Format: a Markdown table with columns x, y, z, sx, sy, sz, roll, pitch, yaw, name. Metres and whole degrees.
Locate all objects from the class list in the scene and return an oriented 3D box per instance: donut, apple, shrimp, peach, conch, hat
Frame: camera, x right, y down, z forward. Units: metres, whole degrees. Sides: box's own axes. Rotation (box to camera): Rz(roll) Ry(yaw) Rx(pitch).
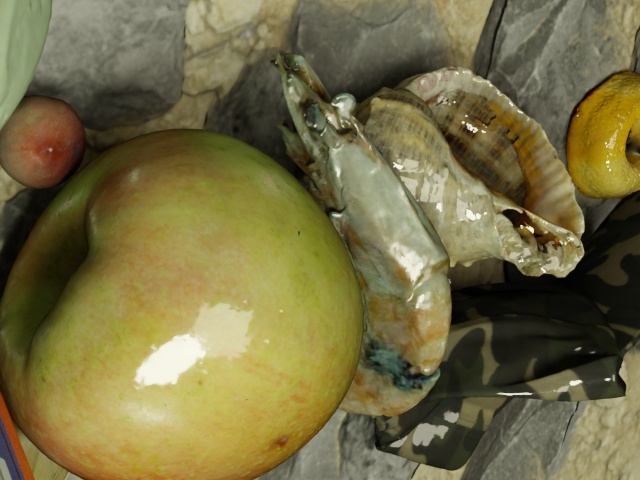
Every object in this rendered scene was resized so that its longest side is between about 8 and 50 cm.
| x | y | z | sx | sy | sz | roll | pitch | yaw | name |
| --- | --- | --- | --- | --- | --- | --- | --- | --- | --- |
| 0.340 | -0.111 | 2.092 | 0.152 | 0.058 | 0.151 | -13 | 111 | -38 | donut |
| -0.113 | 0.068 | 1.610 | 0.277 | 0.319 | 0.319 | 30 | 84 | -28 | apple |
| 0.000 | 0.000 | 1.751 | 0.085 | 0.247 | 0.360 | -37 | 115 | -52 | shrimp |
| -0.238 | -0.084 | 1.623 | 0.083 | 0.083 | 0.083 | -13 | 111 | -36 | peach |
| 0.109 | -0.050 | 1.855 | 0.291 | 0.159 | 0.210 | 37 | 38 | -9 | conch |
| 0.208 | 0.069 | 1.953 | 0.257 | 0.366 | 0.381 | 30 | 57 | -17 | hat |

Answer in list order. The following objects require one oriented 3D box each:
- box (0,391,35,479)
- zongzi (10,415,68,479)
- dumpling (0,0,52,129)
| x | y | z | sx | sy | sz | roll | pitch | yaw | name |
| --- | --- | --- | --- | --- | --- | --- | --- | --- | --- |
| -0.434 | 0.192 | 1.374 | 0.318 | 0.257 | 0.349 | -44 | 132 | 13 | box |
| -0.290 | 0.175 | 1.654 | 0.194 | 0.099 | 0.197 | 33 | 68 | -39 | zongzi |
| -0.298 | -0.212 | 1.437 | 0.212 | 0.320 | 0.270 | -27 | 125 | 17 | dumpling |
